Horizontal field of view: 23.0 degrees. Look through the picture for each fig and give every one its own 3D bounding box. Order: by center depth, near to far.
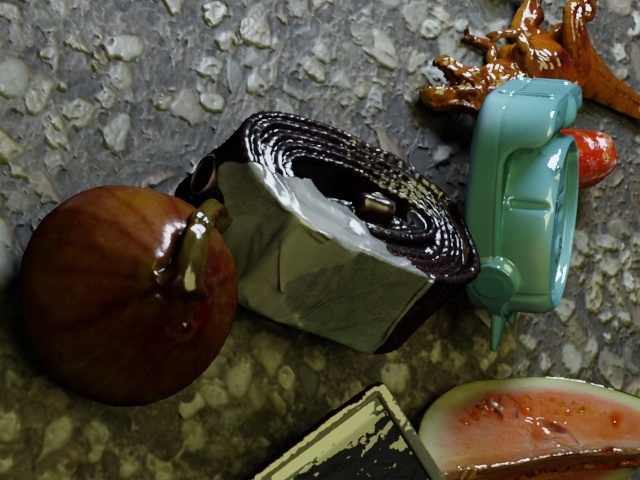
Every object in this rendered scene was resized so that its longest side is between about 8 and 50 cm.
[{"bbox_3d":[-0.155,0.039,1.339,0.205,0.205,0.205,10,74,-36],"label":"fig"}]

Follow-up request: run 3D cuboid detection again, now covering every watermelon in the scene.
[{"bbox_3d":[0.214,0.233,1.624,0.303,0.159,0.128,-3,114,-19],"label":"watermelon"}]

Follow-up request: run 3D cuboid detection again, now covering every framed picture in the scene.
[{"bbox_3d":[0.001,0.280,1.453,0.265,0.018,0.192,-36,102,-15],"label":"framed picture"}]

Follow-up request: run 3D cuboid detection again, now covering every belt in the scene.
[{"bbox_3d":[0.000,0.000,1.493,0.289,0.164,0.184,23,39,-31],"label":"belt"}]

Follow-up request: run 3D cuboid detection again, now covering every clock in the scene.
[{"bbox_3d":[0.213,-0.027,1.638,0.223,0.094,0.274,-40,133,-67],"label":"clock"}]

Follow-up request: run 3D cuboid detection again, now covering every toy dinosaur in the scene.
[{"bbox_3d":[0.284,-0.227,1.810,0.432,0.097,0.208,-4,93,-36],"label":"toy dinosaur"}]

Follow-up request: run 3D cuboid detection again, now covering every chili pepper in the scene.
[{"bbox_3d":[0.282,-0.092,1.790,0.123,0.073,0.070,-3,97,-35],"label":"chili pepper"}]
